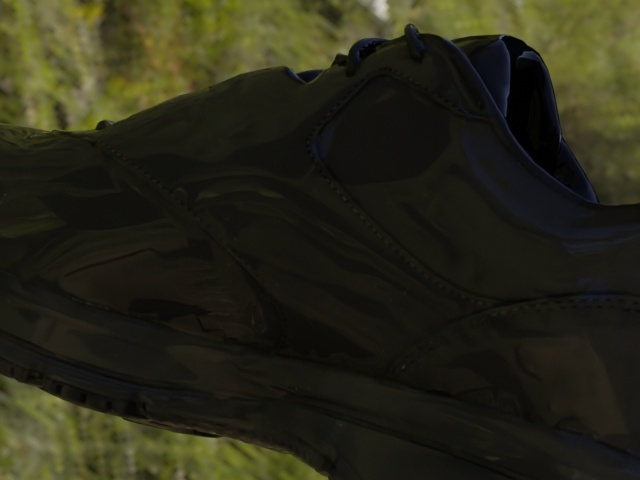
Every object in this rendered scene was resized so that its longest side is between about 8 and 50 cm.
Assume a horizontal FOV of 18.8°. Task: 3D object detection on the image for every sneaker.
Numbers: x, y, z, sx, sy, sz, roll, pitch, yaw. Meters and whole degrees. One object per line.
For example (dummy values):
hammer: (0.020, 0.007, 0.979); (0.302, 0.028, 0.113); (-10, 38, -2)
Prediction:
sneaker: (0.000, 0.000, 0.512); (0.286, 0.130, 0.109); (18, 2, 26)
